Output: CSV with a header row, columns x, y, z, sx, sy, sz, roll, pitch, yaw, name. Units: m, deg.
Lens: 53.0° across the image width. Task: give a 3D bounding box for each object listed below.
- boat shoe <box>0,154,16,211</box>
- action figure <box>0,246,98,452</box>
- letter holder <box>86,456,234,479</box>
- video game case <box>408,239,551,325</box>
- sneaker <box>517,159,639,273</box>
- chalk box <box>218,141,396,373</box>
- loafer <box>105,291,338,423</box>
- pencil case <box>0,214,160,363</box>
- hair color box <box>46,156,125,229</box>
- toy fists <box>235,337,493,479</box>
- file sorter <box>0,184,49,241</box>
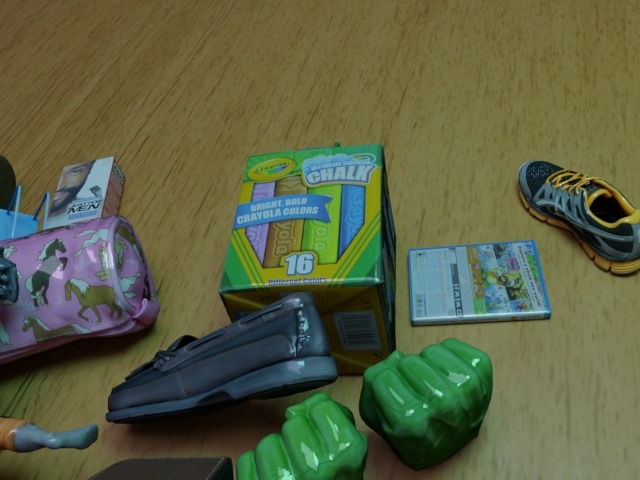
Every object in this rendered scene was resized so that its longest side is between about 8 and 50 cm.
x,y,z,sx,sy,sz,roll,pitch,yaw,name
-0.591,-0.021,1.022,0.098,0.109,0.302,2,54,14,boat shoe
-0.410,0.178,0.675,0.330,0.178,0.342,23,92,12,action figure
-0.212,0.299,0.490,0.214,0.152,0.302,-3,6,13,letter holder
0.197,0.053,0.819,0.166,0.015,0.119,-5,46,10,video game case
0.341,-0.052,0.836,0.084,0.083,0.215,-29,47,-12,sneaker
0.000,0.000,0.805,0.179,0.180,0.289,-4,46,10,chalk box
-0.116,0.136,0.701,0.302,0.109,0.095,-19,69,29,loafer
-0.411,0.085,0.841,0.385,0.167,0.160,-17,14,-1,pencil case
-0.378,-0.057,1.036,0.093,0.053,0.167,-11,45,4,hair color box
0.047,0.189,0.632,0.279,0.142,0.096,-25,58,-10,toy fists
-0.491,-0.025,0.925,0.170,0.104,0.118,14,52,-31,file sorter
